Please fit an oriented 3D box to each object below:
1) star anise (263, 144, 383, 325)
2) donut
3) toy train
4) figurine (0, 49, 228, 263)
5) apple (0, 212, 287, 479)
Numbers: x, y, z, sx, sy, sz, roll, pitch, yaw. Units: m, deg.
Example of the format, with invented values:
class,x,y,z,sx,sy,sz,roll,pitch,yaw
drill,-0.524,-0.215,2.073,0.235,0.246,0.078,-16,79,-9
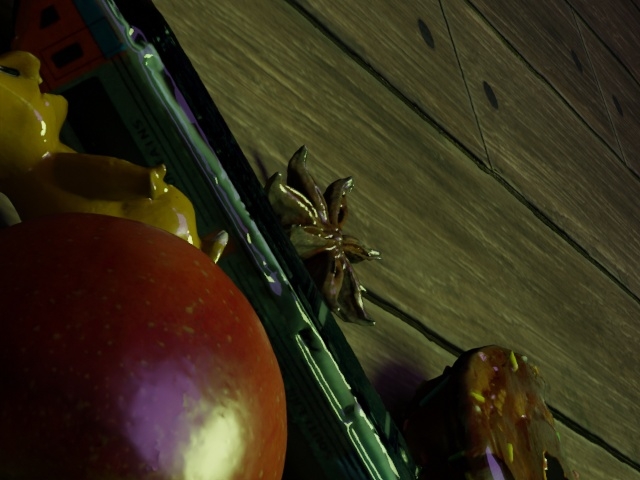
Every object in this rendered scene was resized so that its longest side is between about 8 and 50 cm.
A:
class,x,y,z,sx,sy,sz,roll,pitch,yaw
star anise,-0.002,-0.001,1.301,0.141,0.042,0.141,49,29,-39
donut,0.136,0.198,1.333,0.230,0.096,0.216,61,23,-10
toy train,-0.072,-0.003,1.067,0.409,0.089,0.086,60,16,-11
figurine,-0.148,-0.017,0.919,0.176,0.121,0.122,50,49,-2
apple,-0.104,0.082,0.764,0.181,0.181,0.168,62,21,-7
